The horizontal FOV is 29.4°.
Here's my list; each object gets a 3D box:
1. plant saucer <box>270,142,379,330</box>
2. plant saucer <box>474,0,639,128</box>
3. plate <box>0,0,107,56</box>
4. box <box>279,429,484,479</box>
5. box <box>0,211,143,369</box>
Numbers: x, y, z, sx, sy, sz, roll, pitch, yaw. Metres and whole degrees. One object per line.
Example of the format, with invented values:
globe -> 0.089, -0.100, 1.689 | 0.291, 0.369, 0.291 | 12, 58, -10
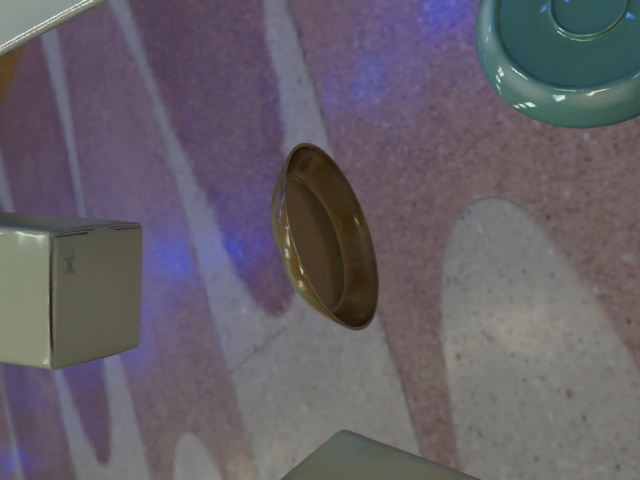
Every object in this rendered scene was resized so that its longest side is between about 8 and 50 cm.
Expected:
plant saucer -> 0.000, 0.000, 0.521 | 0.015, 0.083, 0.083 | -19, 80, 24
plant saucer -> 0.345, -0.297, 1.556 | 0.317, 0.043, 0.318 | -8, 68, 22
plate -> -0.192, -0.156, 0.350 | 0.278, 0.277, 0.045 | 59, -166, -14
box -> 0.067, 0.201, 0.580 | 0.148, 0.121, 0.311 | 56, 161, -15
box -> -0.270, 0.026, 0.873 | 0.275, 0.113, 0.094 | 5, 96, 26
